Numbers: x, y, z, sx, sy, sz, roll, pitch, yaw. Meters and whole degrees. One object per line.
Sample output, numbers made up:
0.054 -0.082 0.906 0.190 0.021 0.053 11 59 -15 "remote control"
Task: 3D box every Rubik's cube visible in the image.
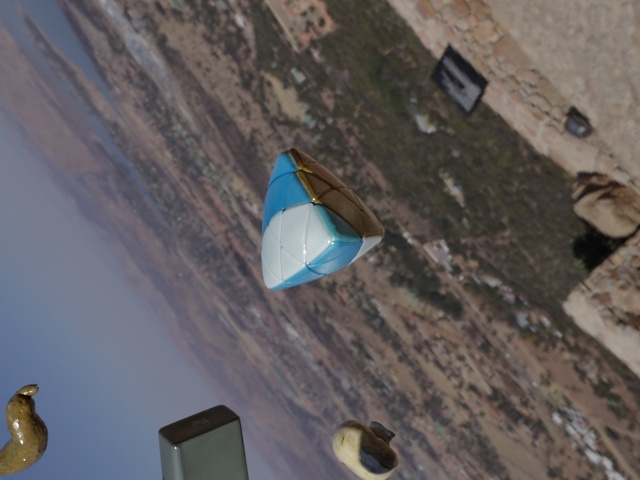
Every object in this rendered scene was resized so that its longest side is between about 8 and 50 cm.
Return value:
0.000 0.000 1.432 0.254 0.254 0.254 48 167 15 "Rubik's cube"

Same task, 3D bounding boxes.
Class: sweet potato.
-0.716 0.477 1.932 0.124 0.310 0.098 28 -156 -4 "sweet potato"

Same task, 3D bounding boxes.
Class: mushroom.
0.106 0.481 1.878 0.166 0.127 0.166 33 157 16 "mushroom"

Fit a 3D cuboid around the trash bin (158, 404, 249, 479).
-0.235 0.474 1.651 0.101 0.177 0.236 23 123 52 "trash bin"
